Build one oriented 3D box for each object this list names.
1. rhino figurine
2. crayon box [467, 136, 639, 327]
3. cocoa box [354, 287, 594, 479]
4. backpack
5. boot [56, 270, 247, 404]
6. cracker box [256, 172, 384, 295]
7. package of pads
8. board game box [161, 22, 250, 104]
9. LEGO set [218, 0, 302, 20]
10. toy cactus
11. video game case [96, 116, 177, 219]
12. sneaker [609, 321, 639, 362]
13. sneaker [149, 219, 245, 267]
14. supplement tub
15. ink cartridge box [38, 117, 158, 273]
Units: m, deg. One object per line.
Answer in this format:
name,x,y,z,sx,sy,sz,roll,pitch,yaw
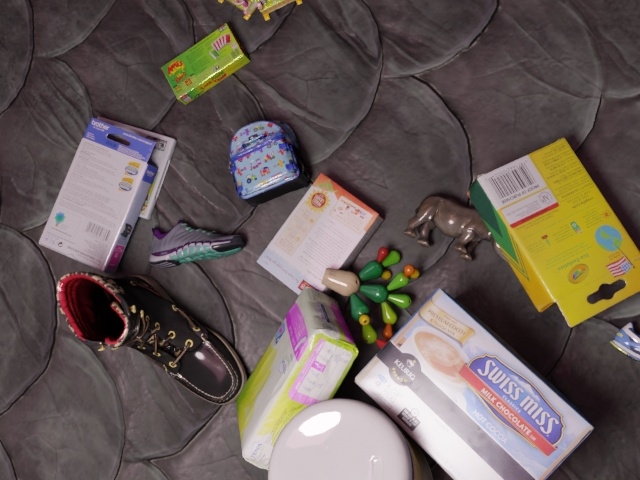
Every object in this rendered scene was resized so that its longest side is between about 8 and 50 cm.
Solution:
rhino figurine,0.294,-0.019,1.529,0.244,0.073,0.106,19,77,15
crayon box,0.441,-0.010,1.444,0.202,0.081,0.318,-24,74,-13
cocoa box,0.278,0.286,1.405,0.347,0.231,0.228,43,94,18
backpack,-0.119,-0.179,1.653,0.158,0.117,0.173,-20,74,12
boot,-0.338,0.193,1.571,0.377,0.284,0.138,44,95,18
cracker box,0.000,0.000,1.616,0.156,0.067,0.232,38,93,18
package of pads,-0.050,0.263,1.485,0.101,0.229,0.296,27,102,-16
board game box,-0.259,-0.397,1.763,0.181,0.043,0.092,-32,74,9
LEGO set,-0.143,-0.565,1.720,0.287,0.107,0.132,13,86,18
toy cactus,0.092,0.097,1.525,0.181,0.112,0.218,18,67,1
video game case,-0.453,-0.168,1.797,0.213,0.023,0.193,18,87,17
sneaker,0.604,0.202,1.417,0.144,0.053,0.059,31,89,17
sneaker,-0.273,-0.007,1.691,0.224,0.083,0.098,-11,74,15
supplement tub,0.068,0.428,1.372,0.241,0.331,0.240,-8,63,15
ink cartridge box,-0.489,-0.101,1.752,0.186,0.065,0.310,22,91,18
